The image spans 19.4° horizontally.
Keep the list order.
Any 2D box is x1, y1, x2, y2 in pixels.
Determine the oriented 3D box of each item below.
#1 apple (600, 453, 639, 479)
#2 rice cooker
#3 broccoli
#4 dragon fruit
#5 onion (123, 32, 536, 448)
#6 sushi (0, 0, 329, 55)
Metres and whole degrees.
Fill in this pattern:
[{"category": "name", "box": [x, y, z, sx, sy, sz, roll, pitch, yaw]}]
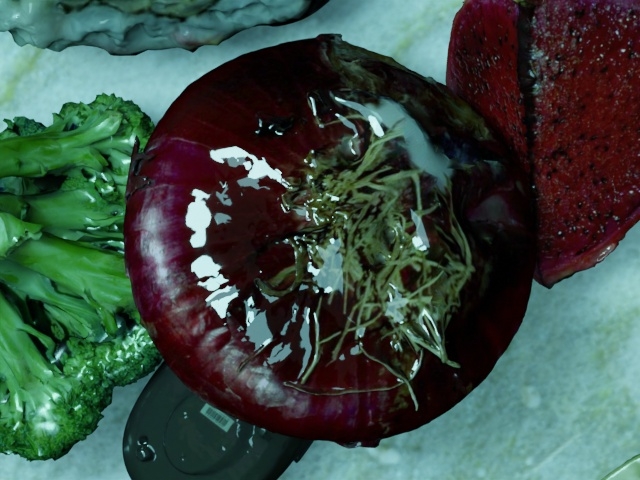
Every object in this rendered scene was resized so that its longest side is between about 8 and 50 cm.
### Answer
[{"category": "apple", "box": [0.318, 0.328, 1.387, 0.360, 0.320, 0.312, -38, 127, 17]}, {"category": "rice cooker", "box": [-0.074, 0.136, 1.515, 0.142, 0.118, 0.203, 37, 103, 5]}, {"category": "broccoli", "box": [-0.224, 0.017, 1.461, 0.265, 0.245, 0.294, 26, 94, 26]}, {"category": "dragon fruit", "box": [0.181, -0.115, 1.426, 0.189, 0.163, 0.261, 19, 133, 32]}, {"category": "onion", "box": [0.000, 0.000, 1.387, 0.314, 0.232, 0.314, 3, 77, -16]}, {"category": "sushi", "box": [-0.156, -0.326, 1.393, 0.329, 0.328, 0.285, -16, 56, 16]}]
